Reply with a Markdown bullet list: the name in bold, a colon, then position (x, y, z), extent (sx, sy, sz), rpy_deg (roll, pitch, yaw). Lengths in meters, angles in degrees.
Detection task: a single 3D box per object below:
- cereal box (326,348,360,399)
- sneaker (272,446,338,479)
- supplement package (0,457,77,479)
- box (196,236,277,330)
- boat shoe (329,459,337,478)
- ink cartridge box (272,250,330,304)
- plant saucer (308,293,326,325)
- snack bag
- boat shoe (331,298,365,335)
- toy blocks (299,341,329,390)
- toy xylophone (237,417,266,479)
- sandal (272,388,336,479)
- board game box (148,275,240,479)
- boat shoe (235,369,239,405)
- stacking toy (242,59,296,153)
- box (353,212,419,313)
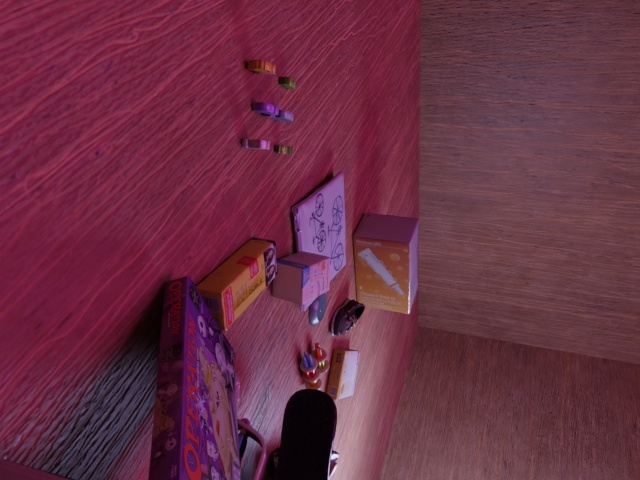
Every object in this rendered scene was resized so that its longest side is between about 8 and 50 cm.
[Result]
- **cereal box**: position (0.086, 0.488, 1.906), extent (0.240, 0.047, 0.173), rpy_deg (37, 62, -69)
- **sneaker**: position (-0.055, 0.661, 1.481), extent (0.330, 0.130, 0.147), rpy_deg (25, 81, -62)
- **supplement package**: position (-0.279, 0.386, 0.603), extent (0.293, 0.175, 0.177), rpy_deg (70, 31, -54)
- **box**: position (-0.158, 0.078, 1.021), extent (0.232, 0.058, 0.087), rpy_deg (-47, 141, -59)
- **boat shoe**: position (-0.070, 0.644, 1.294), extent (0.277, 0.096, 0.098), rpy_deg (-55, 164, -3)
- **ink cartridge box**: position (-0.041, 0.086, 1.277), extent (0.143, 0.090, 0.092), rpy_deg (-21, 118, -55)
- **plant saucer**: position (-0.005, 0.202, 1.573), extent (0.119, 0.021, 0.119), rpy_deg (7, 90, -71)
- **snack bag**: position (0.000, 0.000, 1.490), extent (0.342, 0.037, 0.323), rpy_deg (-45, 138, -56)
- **boat shoe**: position (0.098, 0.270, 1.822), extent (0.228, 0.069, 0.081), rpy_deg (-42, 136, -62)
- **toy blocks**: position (-0.019, 0.358, 1.541), extent (0.123, 0.054, 0.148), rpy_deg (-63, 152, -44)
- **toy xylophone**: position (-0.183, 0.551, 1.081), extent (0.236, 0.081, 0.322), rpy_deg (98, 9, -52)
- **sandal**: position (-0.048, 0.579, 1.209), extent (0.107, 0.168, 0.445), rpy_deg (84, 20, -65)
- **board game box**: position (-0.176, 0.240, 0.765), extent (0.346, 0.056, 0.208), rpy_deg (-105, 173, -50)
- **boat shoe**: position (-0.212, 0.350, 0.977), extent (0.079, 0.084, 0.233), rpy_deg (2, 105, -33)
- **stacking toy**: position (-0.093, -0.270, 1.089), extent (0.221, 0.052, 0.166), rpy_deg (-15, 111, -71)
- **box**: position (0.256, 0.088, 1.989), extent (0.168, 0.215, 0.345), rpy_deg (-59, 150, -49)
